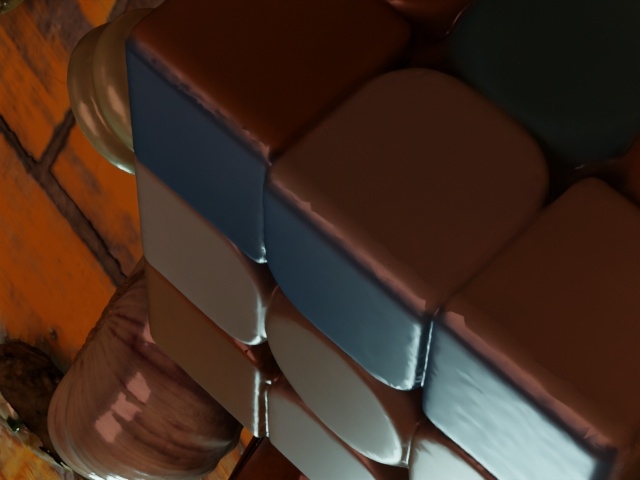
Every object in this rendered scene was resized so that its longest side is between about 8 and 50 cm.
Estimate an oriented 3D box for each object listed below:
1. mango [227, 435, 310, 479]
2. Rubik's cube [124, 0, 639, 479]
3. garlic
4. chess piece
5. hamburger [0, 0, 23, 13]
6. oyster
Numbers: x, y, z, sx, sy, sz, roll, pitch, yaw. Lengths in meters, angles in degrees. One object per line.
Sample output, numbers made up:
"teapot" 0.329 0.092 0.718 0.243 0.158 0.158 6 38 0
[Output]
"mango" 0.038 0.167 1.471 0.166 0.136 0.236 30 126 -6
"Rubik's cube" 0.124 -0.018 1.038 0.344 0.346 0.347 41 157 21
"garlic" -0.100 0.137 1.582 0.253 0.245 0.245 34 141 -15
"chess piece" -0.086 -0.159 1.475 0.251 0.144 0.144 -25 87 45
"hamburger" -0.400 -0.352 1.700 0.284 0.174 0.305 1 107 50
"oyster" -0.296 0.198 1.905 0.294 0.094 0.166 42 152 15
